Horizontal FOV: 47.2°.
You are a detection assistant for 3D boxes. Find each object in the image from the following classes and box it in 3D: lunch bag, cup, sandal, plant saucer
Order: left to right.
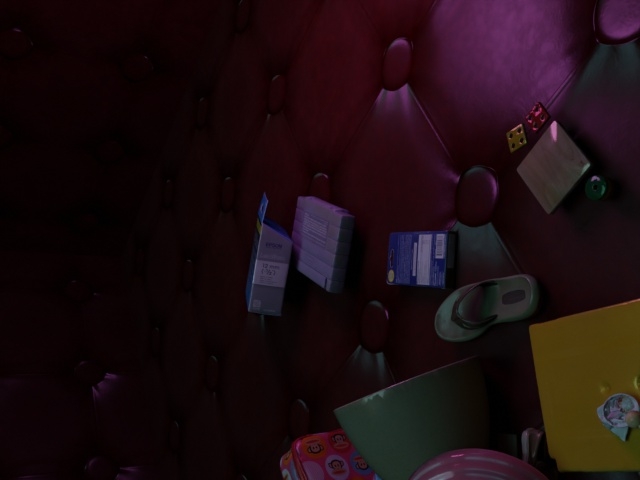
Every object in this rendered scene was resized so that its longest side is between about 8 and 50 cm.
[{"bbox_3d":[0.068,0.589,1.759,0.120,0.293,0.258,-60,43,38],"label":"lunch bag"},{"bbox_3d":[0.221,0.409,1.535,0.331,0.331,0.236,-39,66,50],"label":"cup"},{"bbox_3d":[0.340,0.136,1.564,0.303,0.086,0.120,-35,57,52],"label":"sandal"},{"bbox_3d":[0.302,0.554,1.366,0.332,0.084,0.332,5,107,17],"label":"plant saucer"}]

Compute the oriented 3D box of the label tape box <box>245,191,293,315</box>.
[{"bbox_3d":[-0.156,0.036,2.313,0.249,0.115,0.347,-127,48,-78],"label":"label tape box"}]

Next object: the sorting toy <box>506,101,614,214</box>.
[{"bbox_3d":[0.463,-0.147,1.435,0.132,0.046,0.274,-59,40,37],"label":"sorting toy"}]

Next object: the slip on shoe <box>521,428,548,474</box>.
[{"bbox_3d":[0.414,0.432,1.405,0.041,0.051,0.135,-16,57,41],"label":"slip on shoe"}]

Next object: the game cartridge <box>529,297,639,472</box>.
[{"bbox_3d":[0.519,0.260,1.291,0.324,0.053,0.285,-29,61,57],"label":"game cartridge"}]

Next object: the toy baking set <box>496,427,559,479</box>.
[{"bbox_3d":[0.413,0.493,1.447,0.197,0.030,0.256,-49,46,45],"label":"toy baking set"}]

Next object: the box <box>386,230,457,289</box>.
[{"bbox_3d":[0.244,0.046,1.786,0.225,0.037,0.136,0,86,58],"label":"box"}]

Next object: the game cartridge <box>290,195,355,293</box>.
[{"bbox_3d":[0.000,0.000,2.153,0.355,0.068,0.230,-150,72,-65],"label":"game cartridge"}]

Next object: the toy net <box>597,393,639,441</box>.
[{"bbox_3d":[0.524,0.275,1.171,0.232,0.045,0.122,-12,83,61],"label":"toy net"}]

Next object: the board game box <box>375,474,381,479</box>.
[{"bbox_3d":[0.203,0.603,1.659,0.039,0.160,0.211,-25,65,55],"label":"board game box"}]
